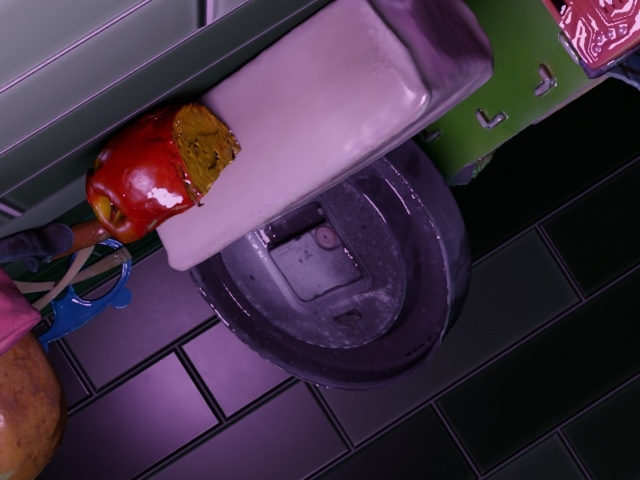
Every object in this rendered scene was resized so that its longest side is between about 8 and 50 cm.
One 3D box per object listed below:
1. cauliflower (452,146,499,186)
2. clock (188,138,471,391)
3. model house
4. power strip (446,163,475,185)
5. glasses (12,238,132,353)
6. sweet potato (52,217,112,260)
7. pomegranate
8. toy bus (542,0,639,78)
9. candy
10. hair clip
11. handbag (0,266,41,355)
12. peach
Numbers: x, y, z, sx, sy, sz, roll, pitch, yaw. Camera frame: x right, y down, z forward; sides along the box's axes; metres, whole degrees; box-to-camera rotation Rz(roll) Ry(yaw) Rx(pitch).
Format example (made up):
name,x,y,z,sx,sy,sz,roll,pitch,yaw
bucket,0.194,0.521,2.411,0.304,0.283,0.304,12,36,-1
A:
name,x,y,z,sx,sy,sz,roll,pitch,yaw
cauliflower,0.157,-0.211,2.346,0.250,0.275,0.272,9,-133,35
clock,0.000,0.000,1.920,0.386,0.386,0.076,-32,-173,44
model house,0.272,-0.191,2.032,0.300,0.340,0.324,-35,177,32
power strip,0.183,-0.200,2.173,0.109,0.279,0.037,-1,-158,-38
glasses,-0.382,0.052,2.350,0.239,0.102,0.207,-31,152,-18
sweet potato,-0.279,-0.019,2.053,0.179,0.044,0.044,-32,180,20
pomegranate,-0.434,0.205,1.908,0.281,0.281,0.281,-32,180,0
toy bus,0.372,-0.338,1.795,0.233,0.203,0.427,-34,178,30
candy,-0.017,-0.123,1.624,0.359,0.145,0.208,-33,179,26
hair clip,-0.335,0.010,1.764,0.070,0.039,0.229,-33,176,9
handbag,-0.330,0.071,1.182,0.225,0.135,0.146,-38,-177,-36
peach,-0.144,-0.073,1.475,0.127,0.092,0.172,-25,-163,46
